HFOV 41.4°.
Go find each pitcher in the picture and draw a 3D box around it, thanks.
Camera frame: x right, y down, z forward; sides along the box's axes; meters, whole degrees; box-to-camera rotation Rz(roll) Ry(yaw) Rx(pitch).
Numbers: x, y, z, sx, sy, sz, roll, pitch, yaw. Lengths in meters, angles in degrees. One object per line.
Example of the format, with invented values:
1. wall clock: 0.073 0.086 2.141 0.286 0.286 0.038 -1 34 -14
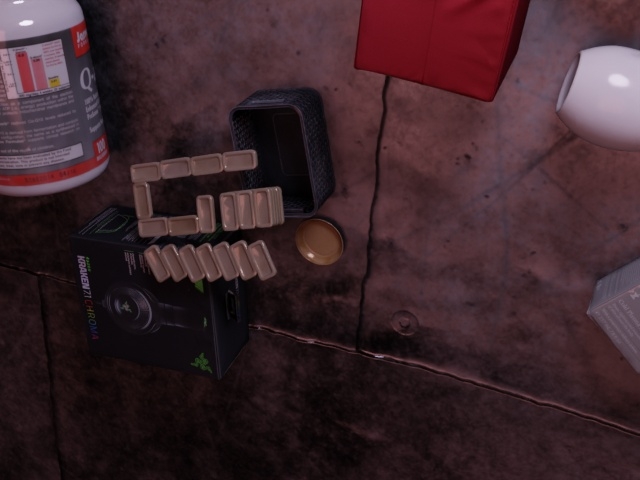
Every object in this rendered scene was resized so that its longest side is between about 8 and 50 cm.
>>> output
1. pitcher: 0.415 -0.185 1.048 0.207 0.126 0.178 19 131 4

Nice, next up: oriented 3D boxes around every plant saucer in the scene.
1. plant saucer: 0.000 0.000 1.386 0.083 0.015 0.084 10 119 18

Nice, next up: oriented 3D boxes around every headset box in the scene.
1. headset box: -0.265 0.090 1.475 0.282 0.131 0.247 9 120 17

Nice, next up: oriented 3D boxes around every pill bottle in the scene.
1. pill bottle: -0.460 -0.269 1.319 0.210 0.210 0.363 7 119 19

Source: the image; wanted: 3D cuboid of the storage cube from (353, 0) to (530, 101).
1. storage cube: 0.161 -0.309 1.042 0.183 0.215 0.193 17 127 13

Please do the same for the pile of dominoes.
1. pile of dominoes: -0.175 -0.034 1.316 0.251 0.040 0.196 -4 95 27

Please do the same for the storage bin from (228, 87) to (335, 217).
1. storage bin: -0.057 -0.134 1.298 0.122 0.084 0.180 1 117 22

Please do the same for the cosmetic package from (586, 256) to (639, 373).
1. cosmetic package: 0.505 0.068 1.160 0.127 0.107 0.238 49 126 -4
